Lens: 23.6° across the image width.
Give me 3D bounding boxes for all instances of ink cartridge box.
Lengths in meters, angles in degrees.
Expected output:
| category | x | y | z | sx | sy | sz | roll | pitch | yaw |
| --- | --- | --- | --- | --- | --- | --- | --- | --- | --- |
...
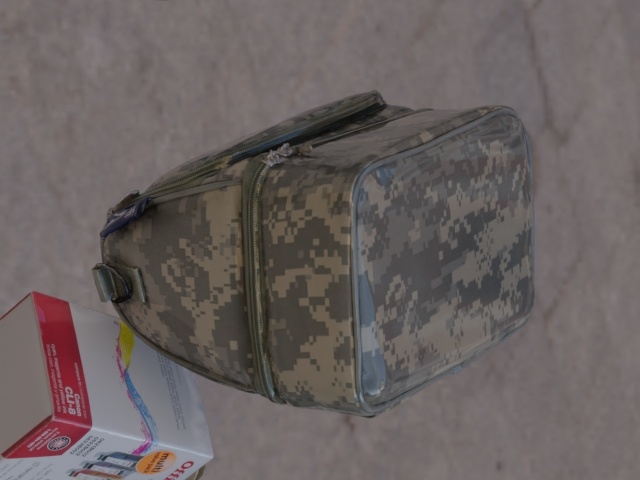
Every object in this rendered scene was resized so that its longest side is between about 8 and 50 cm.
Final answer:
| category | x | y | z | sx | sy | sz | roll | pitch | yaw |
| --- | --- | --- | --- | --- | --- | --- | --- | --- | --- |
| ink cartridge box | -0.201 | 0.145 | 1.289 | 0.176 | 0.128 | 0.127 | 21 | 40 | -43 |

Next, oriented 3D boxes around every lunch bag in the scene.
| category | x | y | z | sx | sy | sz | roll | pitch | yaw |
| --- | --- | --- | --- | --- | --- | --- | --- | --- | --- |
| lunch bag | 0.000 | 0.000 | 1.250 | 0.305 | 0.256 | 0.212 | -26 | 114 | -51 |

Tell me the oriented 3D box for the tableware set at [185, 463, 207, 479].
| category | x | y | z | sx | sy | sz | roll | pitch | yaw |
| --- | --- | --- | --- | --- | --- | --- | --- | --- | --- |
| tableware set | -0.214 | 0.260 | 1.659 | 0.128 | 0.194 | 0.039 | 62 | 9 | -6 |
